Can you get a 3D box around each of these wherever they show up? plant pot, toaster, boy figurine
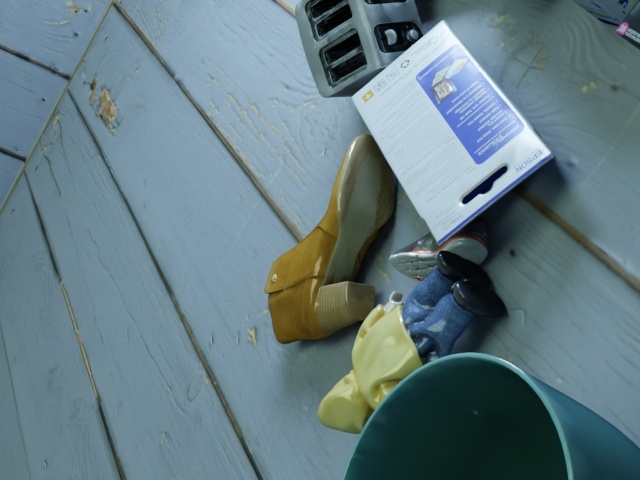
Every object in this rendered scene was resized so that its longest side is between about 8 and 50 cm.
[{"bbox_3d":[0.191,0.274,0.936,0.293,0.235,0.293,-33,45,42],"label":"plant pot"},{"bbox_3d":[0.059,-0.318,1.574,0.185,0.110,0.168,-21,83,49],"label":"toaster"},{"bbox_3d":[0.103,0.152,1.279,0.285,0.092,0.177,-53,38,23],"label":"boy figurine"}]

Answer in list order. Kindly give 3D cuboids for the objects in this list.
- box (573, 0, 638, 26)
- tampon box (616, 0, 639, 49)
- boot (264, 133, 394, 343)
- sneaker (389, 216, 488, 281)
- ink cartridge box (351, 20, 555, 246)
[{"bbox_3d":[0.339,-0.333,1.195,0.126,0.137,0.072,-62,33,7],"label":"box"},{"bbox_3d":[0.415,-0.241,1.057,0.161,0.101,0.120,-56,34,15],"label":"tampon box"},{"bbox_3d":[0.001,0.001,1.514,0.211,0.104,0.295,-16,61,51],"label":"boot"},{"bbox_3d":[0.159,0.008,1.333,0.158,0.061,0.065,-14,42,44],"label":"sneaker"},{"bbox_3d":[0.172,-0.141,1.352,0.175,0.069,0.371,-39,36,12],"label":"ink cartridge box"}]
